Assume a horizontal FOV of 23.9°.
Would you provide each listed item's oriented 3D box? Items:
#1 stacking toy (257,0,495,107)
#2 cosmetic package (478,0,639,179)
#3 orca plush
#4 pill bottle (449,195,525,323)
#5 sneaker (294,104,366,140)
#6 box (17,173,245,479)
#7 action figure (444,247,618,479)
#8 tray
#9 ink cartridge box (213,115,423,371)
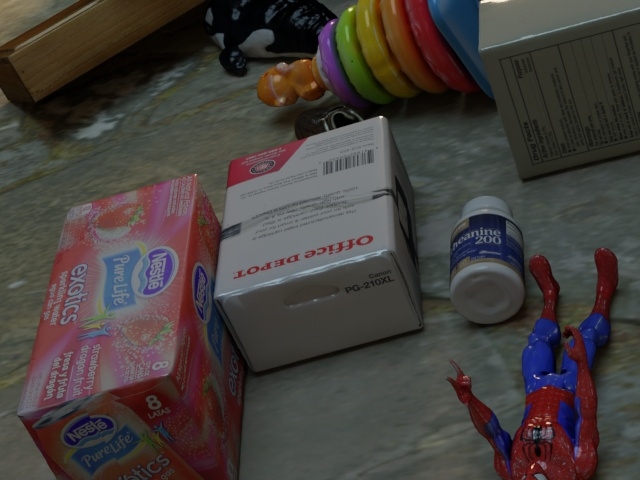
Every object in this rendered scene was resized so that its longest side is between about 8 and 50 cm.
[{"bbox_3d":[0.057,-0.209,1.684,0.302,0.166,0.175,-20,42,27],"label":"stacking toy"},{"bbox_3d":[0.321,-0.183,1.458,0.309,0.160,0.113,-12,34,15],"label":"cosmetic package"},{"bbox_3d":[-0.063,-0.278,1.870,0.151,0.102,0.287,-31,34,-11],"label":"orca plush"},{"bbox_3d":[0.151,0.014,1.368,0.067,0.067,0.120,-13,35,15],"label":"pill bottle"},{"bbox_3d":[0.024,-0.121,1.628,0.066,0.071,0.188,-34,35,-15],"label":"sneaker"},{"bbox_3d":[-0.159,0.093,1.370,0.142,0.154,0.300,-16,33,11],"label":"box"},{"bbox_3d":[0.176,0.087,1.198,0.091,0.139,0.280,-9,39,23],"label":"action figure"},{"bbox_3d":[-0.241,-0.319,2.011,0.411,0.076,0.203,-33,16,-15],"label":"tray"},{"bbox_3d":[0.000,0.000,1.449,0.172,0.100,0.237,-16,33,11],"label":"ink cartridge box"}]
